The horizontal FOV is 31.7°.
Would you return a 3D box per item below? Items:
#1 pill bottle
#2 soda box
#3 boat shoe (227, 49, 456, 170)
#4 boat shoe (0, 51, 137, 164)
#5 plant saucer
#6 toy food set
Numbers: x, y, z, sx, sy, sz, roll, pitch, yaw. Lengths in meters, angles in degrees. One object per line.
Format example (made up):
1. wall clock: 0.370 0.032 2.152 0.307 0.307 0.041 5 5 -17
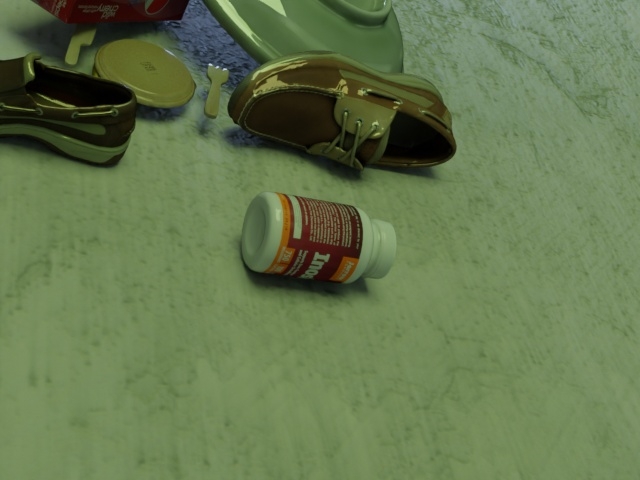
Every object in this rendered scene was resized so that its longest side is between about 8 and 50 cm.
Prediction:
1. pill bottle: 0.000 0.000 1.191 0.152 0.086 0.086 8 39 -25
2. soda box: -0.254 -0.324 1.388 0.092 0.083 0.263 33 22 15
3. boat shoe: 0.042 -0.150 1.389 0.324 0.123 0.116 -1 46 -33
4. boat shoe: -0.314 -0.160 1.165 0.257 0.095 0.095 11 45 -23
5. plant saucer: -0.012 -0.355 1.535 0.400 0.100 0.400 30 37 -26
6. toy food set: -0.210 -0.194 1.342 0.192 0.038 0.132 20 37 -13
